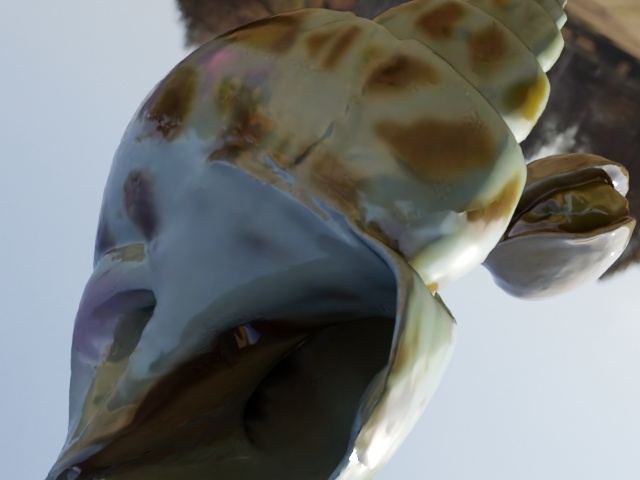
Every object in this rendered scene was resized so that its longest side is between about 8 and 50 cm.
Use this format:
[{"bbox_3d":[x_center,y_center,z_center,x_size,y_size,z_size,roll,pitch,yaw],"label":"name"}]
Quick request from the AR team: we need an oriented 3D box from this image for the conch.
[{"bbox_3d":[-0.001,0.001,0.699,0.197,0.368,0.249,16,-154,-53],"label":"conch"}]

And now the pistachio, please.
[{"bbox_3d":[0.227,-0.013,1.236,0.144,0.144,0.215,26,161,-9],"label":"pistachio"}]
